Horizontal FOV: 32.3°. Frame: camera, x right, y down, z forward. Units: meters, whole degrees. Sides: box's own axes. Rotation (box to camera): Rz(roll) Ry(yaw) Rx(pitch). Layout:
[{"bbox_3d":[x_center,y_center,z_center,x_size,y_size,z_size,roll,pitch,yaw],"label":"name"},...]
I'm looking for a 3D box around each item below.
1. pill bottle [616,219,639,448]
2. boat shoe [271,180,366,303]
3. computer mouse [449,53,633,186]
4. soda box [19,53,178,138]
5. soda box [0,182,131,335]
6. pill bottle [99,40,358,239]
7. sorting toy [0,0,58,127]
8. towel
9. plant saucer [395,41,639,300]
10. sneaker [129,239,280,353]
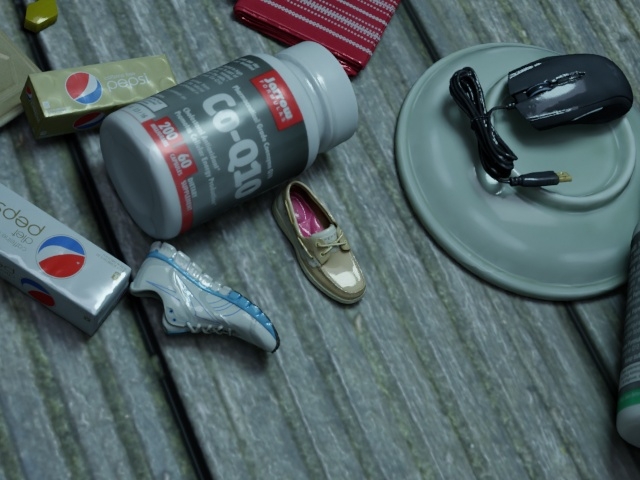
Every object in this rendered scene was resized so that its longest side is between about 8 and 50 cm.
[{"bbox_3d":[0.475,0.073,1.339,0.204,0.204,0.361,14,68,-8],"label":"pill bottle"},{"bbox_3d":[0.000,0.000,1.350,0.063,0.059,0.170,-31,75,-27],"label":"boat shoe"},{"bbox_3d":[0.306,-0.160,1.401,0.262,0.060,0.184,-6,65,-18],"label":"computer mouse"},{"bbox_3d":[-0.266,-0.177,1.349,0.181,0.058,0.061,-15,74,-31],"label":"soda box"},{"bbox_3d":[-0.324,0.014,1.248,0.216,0.069,0.074,32,60,3],"label":"soda box"},{"bbox_3d":[-0.104,-0.128,1.327,0.283,0.161,0.161,-29,74,-26],"label":"pill bottle"},{"bbox_3d":[-0.441,-0.231,1.362,0.229,0.041,0.307,43,54,5],"label":"sorting toy"},{"bbox_3d":[0.017,-0.365,1.559,0.198,0.031,0.275,26,58,1],"label":"towel"},{"bbox_3d":[0.302,-0.119,1.473,0.400,0.100,0.401,7,63,-13],"label":"plant saucer"},{"bbox_3d":[-0.136,0.085,1.273,0.190,0.071,0.083,32,70,9],"label":"sneaker"}]
